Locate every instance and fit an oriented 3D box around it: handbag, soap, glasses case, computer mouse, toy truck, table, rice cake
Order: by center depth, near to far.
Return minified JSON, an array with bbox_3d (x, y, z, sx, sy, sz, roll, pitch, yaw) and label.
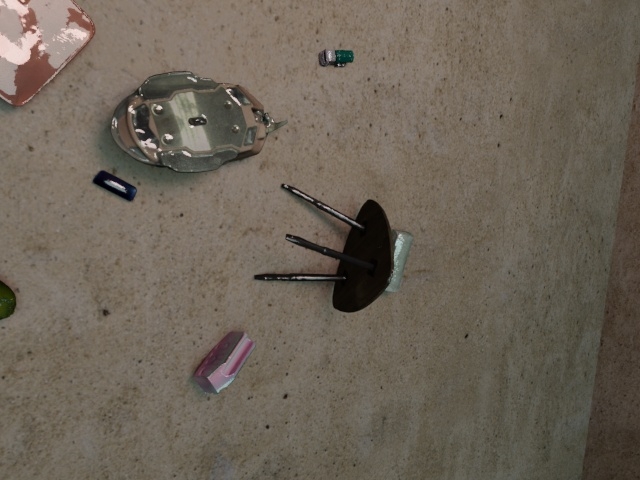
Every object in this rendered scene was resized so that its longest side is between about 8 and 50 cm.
[{"bbox_3d":[-0.517,-0.354,0.688,0.213,0.059,0.157,-53,137,-11],"label":"handbag"},{"bbox_3d":[-0.423,-0.113,0.837,0.083,0.023,0.034,31,86,-32],"label":"glasses case"},{"bbox_3d":[-0.245,-0.245,0.866,0.388,0.114,0.200,-18,100,-37],"label":"computer mouse"},{"bbox_3d":[-0.238,0.299,0.992,0.056,0.100,0.149,52,48,-22],"label":"soap"},{"bbox_3d":[0.000,0.000,1.017,0.248,0.317,0.318,17,92,-18],"label":"table"},{"bbox_3d":[0.041,-0.463,1.022,0.083,0.044,0.039,-13,104,-28],"label":"toy truck"},{"bbox_3d":[0.221,0.066,1.233,0.069,0.063,0.207,17,92,-30],"label":"rice cake"}]

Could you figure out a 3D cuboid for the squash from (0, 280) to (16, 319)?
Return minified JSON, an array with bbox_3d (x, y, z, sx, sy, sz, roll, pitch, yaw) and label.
[{"bbox_3d":[-0.678,0.032,0.686,0.087,0.087,0.331,-48,118,-13],"label":"squash"}]
